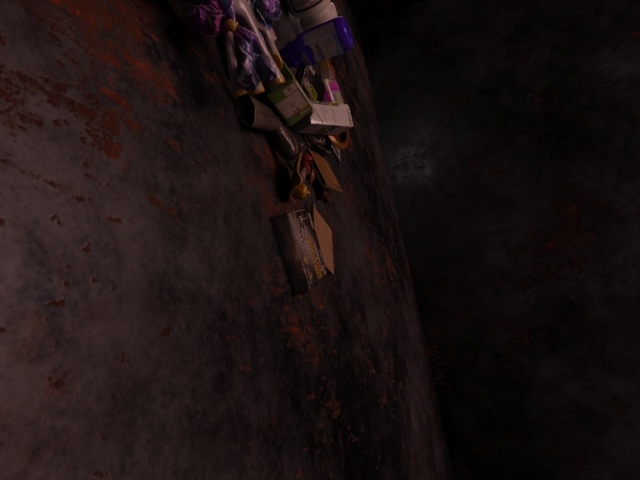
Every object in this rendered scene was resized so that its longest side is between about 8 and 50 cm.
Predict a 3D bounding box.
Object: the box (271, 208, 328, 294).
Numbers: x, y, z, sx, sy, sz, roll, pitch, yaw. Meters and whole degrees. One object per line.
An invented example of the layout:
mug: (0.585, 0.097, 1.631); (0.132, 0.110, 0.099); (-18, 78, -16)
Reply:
box: (-0.056, 0.027, 1.251); (0.183, 0.056, 0.230); (-25, 99, -71)

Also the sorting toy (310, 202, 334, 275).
sorting toy: (0.000, 0.000, 1.469); (0.208, 0.038, 0.192); (57, 26, -53)

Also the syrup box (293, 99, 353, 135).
syrup box: (0.007, -0.461, 1.589); (0.237, 0.093, 0.096); (-13, 88, -44)

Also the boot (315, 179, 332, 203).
boot: (0.018, -0.169, 1.640); (0.114, 0.037, 0.106); (55, 28, -52)

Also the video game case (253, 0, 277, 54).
video game case: (-0.238, -0.709, 1.277); (0.244, 0.061, 0.269); (-80, 149, -52)

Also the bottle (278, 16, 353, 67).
bottle: (-0.032, -0.687, 1.496); (0.118, 0.283, 0.092); (39, 40, -61)

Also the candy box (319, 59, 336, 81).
candy box: (0.041, -0.842, 2.174); (0.109, 0.053, 0.186); (43, 38, -59)

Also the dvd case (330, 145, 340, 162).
dvd case: (0.068, -0.439, 2.012); (0.119, 0.013, 0.087); (54, 28, -48)

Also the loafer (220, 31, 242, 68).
loafer: (-0.233, -0.548, 1.146); (0.076, 0.079, 0.223); (178, -84, -71)

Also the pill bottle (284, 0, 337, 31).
pill bottle: (-0.074, -1.095, 1.794); (0.363, 0.211, 0.210); (53, 29, -49)

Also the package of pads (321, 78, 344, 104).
package of pads: (0.050, -0.613, 1.939); (0.296, 0.101, 0.229); (-59, 132, -68)

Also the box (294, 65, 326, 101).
box: (-0.047, -0.571, 1.646); (0.191, 0.045, 0.184); (35, 68, -62)

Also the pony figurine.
pony figurine: (-0.198, -0.518, 0.941); (0.351, 0.303, 0.363); (-79, 153, -69)

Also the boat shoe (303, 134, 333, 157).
boat shoe: (-0.010, -0.401, 1.682); (0.206, 0.065, 0.075); (39, 40, -60)

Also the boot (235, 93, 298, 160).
boot: (-0.150, -0.325, 1.219); (0.189, 0.076, 0.208); (61, 12, 2)

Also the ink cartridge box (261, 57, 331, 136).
ink cartridge box: (-0.084, -0.437, 1.345); (0.255, 0.097, 0.188); (47, 14, -48)

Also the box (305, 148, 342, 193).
box: (0.017, -0.272, 1.676); (0.164, 0.021, 0.201); (64, 18, 11)

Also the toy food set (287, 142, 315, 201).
toy food set: (-0.051, -0.204, 1.322); (0.217, 0.071, 0.128); (-83, -170, -45)

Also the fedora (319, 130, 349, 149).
fedora: (0.044, -0.463, 1.757); (0.194, 0.079, 0.194); (21, 62, -46)
